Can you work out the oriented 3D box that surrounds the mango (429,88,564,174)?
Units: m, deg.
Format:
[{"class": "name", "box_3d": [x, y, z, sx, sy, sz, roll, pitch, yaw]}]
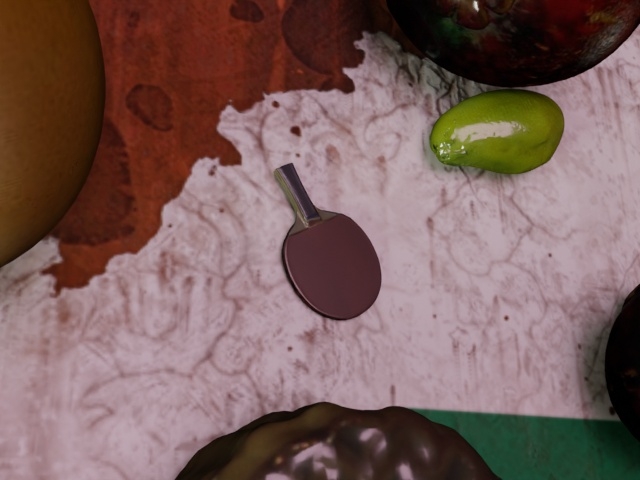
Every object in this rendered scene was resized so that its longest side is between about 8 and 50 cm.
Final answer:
[{"class": "mango", "box_3d": [0.191, -0.113, 0.835, 0.165, 0.074, 0.091, -14, 78, -28]}]

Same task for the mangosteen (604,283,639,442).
[{"class": "mangosteen", "box_3d": [0.377, 0.122, 0.763, 0.210, 0.210, 0.210, 9, 67, -21]}]

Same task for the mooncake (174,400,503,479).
[{"class": "mooncake", "box_3d": [0.015, 0.256, 0.558, 0.290, 0.161, 0.290, 8, 69, -21]}]

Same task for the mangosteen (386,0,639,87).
[{"class": "mangosteen", "box_3d": [0.204, -0.301, 0.804, 0.311, 0.311, 0.311, 9, 67, -21]}]

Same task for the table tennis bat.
[{"class": "table tennis bat", "box_3d": [0.000, 0.000, 0.739, 0.095, 0.014, 0.158, -24, 83, -28]}]

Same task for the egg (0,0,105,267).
[{"class": "egg", "box_3d": [-0.298, -0.129, 0.498, 0.351, 0.282, 0.282, 46, 59, 1]}]
